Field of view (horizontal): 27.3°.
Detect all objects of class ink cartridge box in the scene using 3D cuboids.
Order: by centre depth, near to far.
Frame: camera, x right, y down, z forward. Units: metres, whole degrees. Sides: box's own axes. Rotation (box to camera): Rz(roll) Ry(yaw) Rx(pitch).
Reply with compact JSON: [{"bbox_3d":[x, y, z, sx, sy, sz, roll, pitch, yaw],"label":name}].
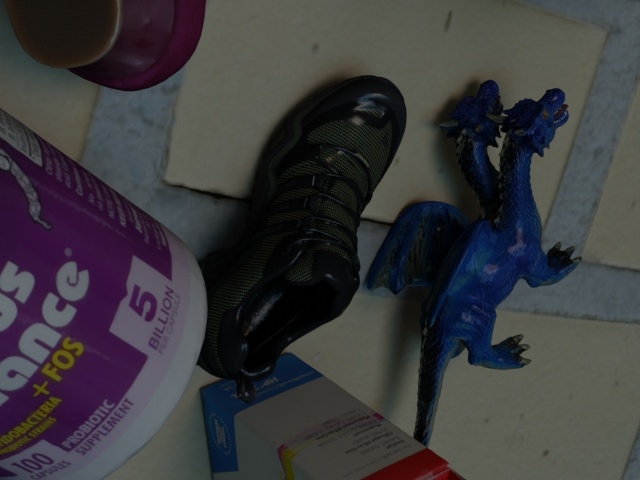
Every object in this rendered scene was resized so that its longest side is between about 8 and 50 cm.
[{"bbox_3d":[0.017,0.183,0.852,0.078,0.231,0.134,-19,118,-28],"label":"ink cartridge box"}]

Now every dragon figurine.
[{"bbox_3d":[0.095,0.025,0.937,0.144,0.085,0.289,36,85,-39],"label":"dragon figurine"}]

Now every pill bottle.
[{"bbox_3d":[-0.212,-0.001,0.658,0.301,0.169,0.169,38,85,-39],"label":"pill bottle"}]

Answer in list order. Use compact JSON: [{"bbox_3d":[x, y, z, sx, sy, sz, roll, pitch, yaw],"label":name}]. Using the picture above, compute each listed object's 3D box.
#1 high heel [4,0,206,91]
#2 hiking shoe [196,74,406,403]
[{"bbox_3d":[-0.126,-0.268,0.689,0.127,0.181,0.377,1,96,6],"label":"high heel"},{"bbox_3d":[0.000,0.000,0.841,0.086,0.114,0.227,36,86,-39],"label":"hiking shoe"}]
